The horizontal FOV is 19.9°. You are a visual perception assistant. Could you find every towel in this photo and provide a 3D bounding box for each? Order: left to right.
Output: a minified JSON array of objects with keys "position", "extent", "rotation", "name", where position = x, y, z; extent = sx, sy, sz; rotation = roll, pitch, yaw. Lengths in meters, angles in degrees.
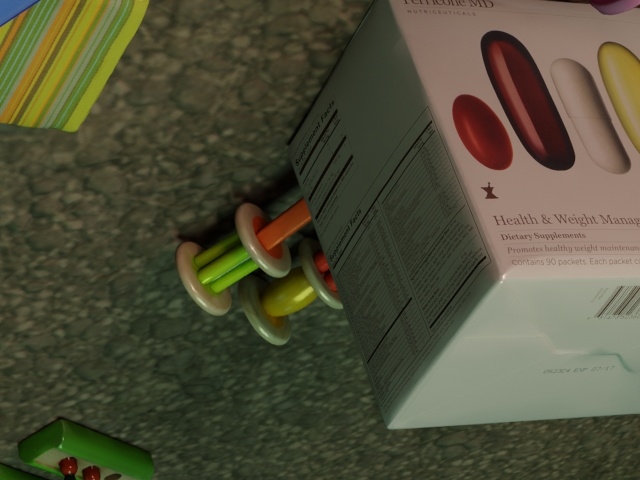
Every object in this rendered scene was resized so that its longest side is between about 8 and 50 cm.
[{"position":[-0.208,-0.110,0.915],"extent":[0.237,0.021,0.102],"rotation":[8,134,-34],"name":"towel"}]

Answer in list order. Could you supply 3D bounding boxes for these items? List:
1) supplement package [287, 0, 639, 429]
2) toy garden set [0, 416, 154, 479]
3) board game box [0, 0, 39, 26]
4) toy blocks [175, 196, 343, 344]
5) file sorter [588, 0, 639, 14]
[{"position":[0.118,-0.018,1.049],"extent":[0.194,0.203,0.149],"rotation":[0,143,-29],"name":"supplement package"},{"position":[-0.273,0.208,1.334],"extent":[0.244,0.049,0.204],"rotation":[-32,146,20],"name":"toy garden set"},{"position":[-0.231,-0.138,0.635],"extent":[0.347,0.078,0.233],"rotation":[-28,133,26],"name":"board game box"},{"position":[0.000,0.000,1.156],"extent":[0.148,0.054,0.123],"rotation":[-32,146,20],"name":"toy blocks"},{"position":[0.124,-0.213,0.642],"extent":[0.290,0.182,0.202],"rotation":[39,130,-17],"name":"file sorter"}]
